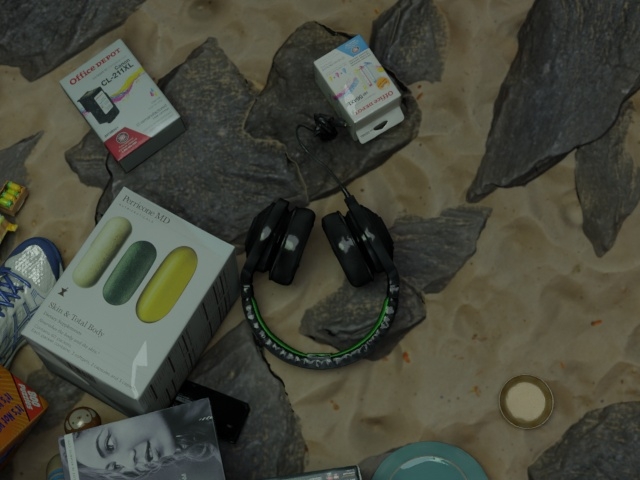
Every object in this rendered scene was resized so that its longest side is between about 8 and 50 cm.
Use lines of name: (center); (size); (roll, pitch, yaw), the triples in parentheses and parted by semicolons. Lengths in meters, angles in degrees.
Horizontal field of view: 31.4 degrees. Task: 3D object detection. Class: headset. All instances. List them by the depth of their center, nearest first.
headset: (0.000, 0.000, 1.783); (0.243, 0.185, 0.394); (1, 92, 0)

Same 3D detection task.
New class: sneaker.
sneaker: (-0.495, 0.122, 1.754); (0.112, 0.131, 0.296); (23, 77, 10)

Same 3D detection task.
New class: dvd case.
dvd case: (-0.245, 0.323, 1.581); (0.221, 0.018, 0.165); (-15, 66, 0)

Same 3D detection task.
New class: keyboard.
keyboard: (-0.213, 0.267, 1.764); (0.192, 0.038, 0.100); (20, 55, 8)

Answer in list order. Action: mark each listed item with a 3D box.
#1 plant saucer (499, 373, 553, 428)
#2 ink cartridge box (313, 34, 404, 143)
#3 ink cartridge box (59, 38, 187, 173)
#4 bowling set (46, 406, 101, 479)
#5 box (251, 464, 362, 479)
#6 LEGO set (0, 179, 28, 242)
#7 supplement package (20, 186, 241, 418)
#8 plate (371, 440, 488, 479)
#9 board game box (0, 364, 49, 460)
plant saucer: (0.315, 0.247, 1.749); (0.083, 0.015, 0.083); (-1, 77, 2)
ink cartridge box: (0.065, -0.238, 1.839); (0.092, 0.090, 0.143); (-32, 77, -6)
ink cartridge box: (-0.323, -0.220, 1.859); (0.127, 0.072, 0.175); (-37, 78, -6)
bowling set: (-0.334, 0.358, 1.639); (0.287, 0.154, 0.200); (-22, 114, -2)
box: (-0.046, 0.368, 1.652); (0.220, 0.175, 0.051); (-9, 77, -1)
LEGO set: (-0.581, 0.004, 1.777); (0.287, 0.107, 0.132); (-39, 48, -6)
supplement package: (-0.271, 0.104, 1.695); (0.199, 0.198, 0.263); (28, 70, 10)
plate: (0.160, 0.382, 1.687); (0.188, 0.024, 0.188); (-5, 57, 7)
board game box: (-0.657, 0.296, 1.519); (0.356, 0.356, 0.356); (38, 103, -2)
